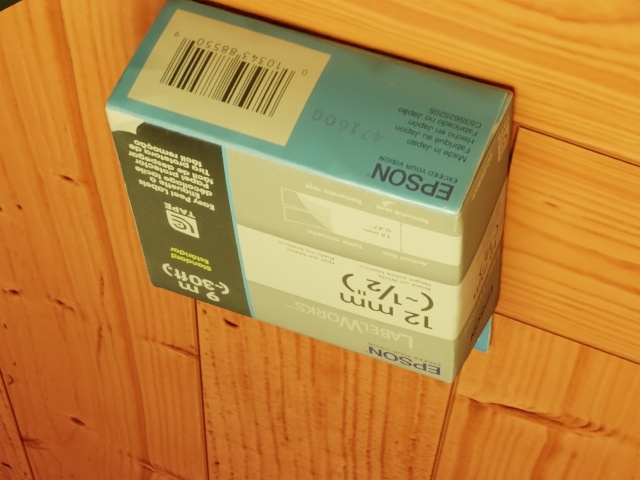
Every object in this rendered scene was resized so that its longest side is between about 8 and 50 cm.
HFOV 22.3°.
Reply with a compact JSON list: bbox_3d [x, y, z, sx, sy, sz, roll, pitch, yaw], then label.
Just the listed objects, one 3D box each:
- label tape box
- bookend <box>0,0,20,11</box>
[{"bbox_3d":[0.000,0.000,1.187,0.249,0.115,0.348,17,148,14],"label":"label tape box"},{"bbox_3d":[-0.249,-0.211,1.052,0.157,0.156,0.072,-27,139,-1],"label":"bookend"}]
